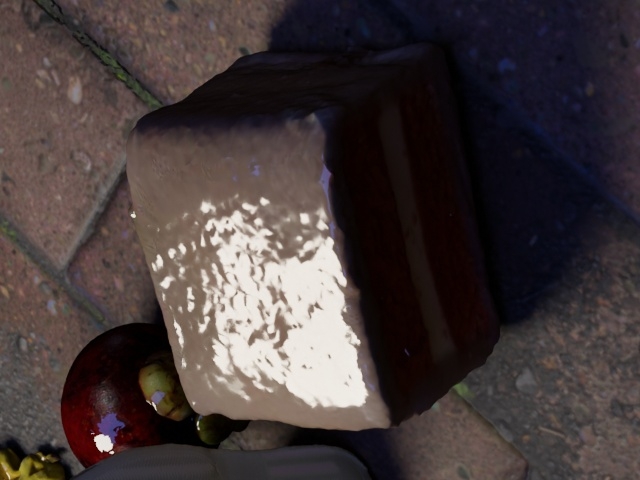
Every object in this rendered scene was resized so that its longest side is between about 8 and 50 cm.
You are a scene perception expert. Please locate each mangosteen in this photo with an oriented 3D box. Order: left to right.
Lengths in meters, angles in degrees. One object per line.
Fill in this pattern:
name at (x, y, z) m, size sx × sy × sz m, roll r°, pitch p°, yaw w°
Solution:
mangosteen at (-0.154, 0.158, 1.787) m, size 0.200 × 0.200 × 0.199 m, roll 12°, pitch 115°, yaw 29°

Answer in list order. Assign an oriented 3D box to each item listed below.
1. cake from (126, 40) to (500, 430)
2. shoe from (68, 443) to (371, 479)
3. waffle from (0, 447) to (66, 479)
cake at (0.000, 0.000, 1.588) m, size 0.230 × 0.237 × 0.308 m, roll -3°, pitch 109°, yaw 37°
shoe at (-0.129, 0.277, 1.722) m, size 0.160 × 0.363 × 0.131 m, roll -45°, pitch 58°, yaw 45°
waffle at (-0.314, 0.374, 2.044) m, size 0.329 × 0.062 × 0.329 m, roll 12°, pitch 114°, yaw 29°
